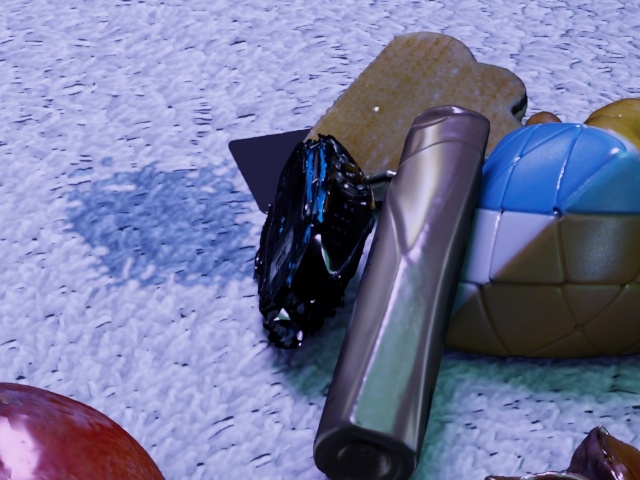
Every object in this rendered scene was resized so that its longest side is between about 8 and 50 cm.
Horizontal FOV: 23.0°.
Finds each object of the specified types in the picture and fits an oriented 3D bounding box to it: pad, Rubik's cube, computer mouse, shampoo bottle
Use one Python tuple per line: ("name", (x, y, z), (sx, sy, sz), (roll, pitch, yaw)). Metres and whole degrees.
("pad", (-0.003, -0.075, 1.563), (0.157, 0.003, 0.112), (-10, 47, -20))
("Rubik's cube", (0.184, 0.002, 1.425), (0.254, 0.254, 0.254), (5, 43, -5))
("computer mouse", (0.000, 0.000, 1.398), (0.077, 0.146, 0.242), (19, 45, -14))
("shampoo bottle", (0.076, 0.036, 1.329), (0.084, 0.125, 0.350), (18, 58, -2))

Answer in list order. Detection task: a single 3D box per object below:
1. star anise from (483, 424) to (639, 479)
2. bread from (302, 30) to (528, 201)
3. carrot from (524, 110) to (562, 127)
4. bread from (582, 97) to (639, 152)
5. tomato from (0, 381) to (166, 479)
("star anise", (0.229, 0.233, 1.222), (0.220, 0.099, 0.214), (8, 30, -6))
("bread", (0.109, -0.108, 1.574), (0.207, 0.056, 0.286), (25, 47, 20))
("carrot", (0.228, -0.057, 1.558), (0.047, 0.047, 0.191), (6, 45, -5))
("bread", (0.344, -0.073, 1.565), (0.233, 0.088, 0.161), (-20, 48, -30))
("tomato", (-0.214, 0.218, 1.040), (0.265, 0.265, 0.265), (5, 43, -5))
